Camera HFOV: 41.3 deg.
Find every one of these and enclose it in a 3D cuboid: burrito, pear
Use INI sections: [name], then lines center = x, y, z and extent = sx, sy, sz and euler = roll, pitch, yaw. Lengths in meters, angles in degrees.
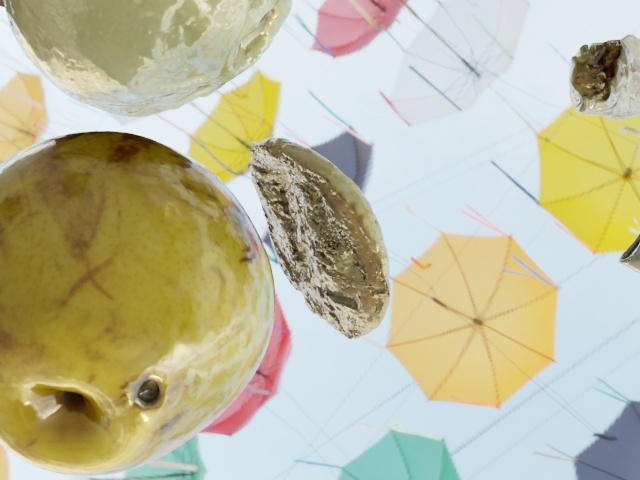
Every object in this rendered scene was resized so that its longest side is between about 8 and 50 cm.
[burrito]
center = 0.434, -0.229, 1.192
extent = 0.076, 0.392, 0.117
euler = 17, -73, 33
[pear]
center = -0.173, 0.048, 0.703
extent = 0.280, 0.280, 0.281
euler = -12, -112, 30

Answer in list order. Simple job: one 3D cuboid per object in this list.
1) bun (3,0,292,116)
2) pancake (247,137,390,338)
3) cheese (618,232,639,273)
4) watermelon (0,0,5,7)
[bun]
center = -0.131, -0.271, 0.875
extent = 0.202, 0.364, 0.364
euler = 42, -80, 3
[pancake]
center = -0.002, 0.001, 1.359
extent = 0.065, 0.356, 0.356
euler = -27, -130, -24
[cheese]
center = 0.371, -0.113, 0.657
extent = 0.085, 0.034, 0.400
euler = 32, -106, 27
[watermelon]
center = -0.441, -0.401, 1.381
extent = 0.303, 0.128, 0.159
euler = 14, -110, -7
